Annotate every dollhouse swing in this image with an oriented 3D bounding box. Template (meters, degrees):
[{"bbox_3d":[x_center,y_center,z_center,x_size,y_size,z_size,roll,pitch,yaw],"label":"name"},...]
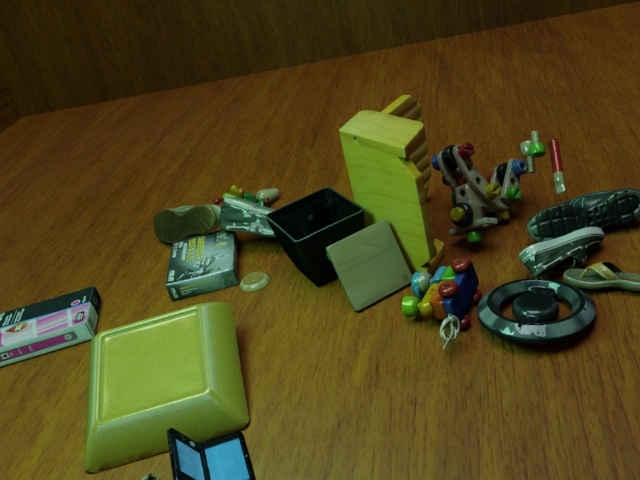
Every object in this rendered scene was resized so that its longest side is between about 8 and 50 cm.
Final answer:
[{"bbox_3d":[0.244,-0.158,1.671,0.305,0.346,0.315,-31,33,-26],"label":"dollhouse swing"}]

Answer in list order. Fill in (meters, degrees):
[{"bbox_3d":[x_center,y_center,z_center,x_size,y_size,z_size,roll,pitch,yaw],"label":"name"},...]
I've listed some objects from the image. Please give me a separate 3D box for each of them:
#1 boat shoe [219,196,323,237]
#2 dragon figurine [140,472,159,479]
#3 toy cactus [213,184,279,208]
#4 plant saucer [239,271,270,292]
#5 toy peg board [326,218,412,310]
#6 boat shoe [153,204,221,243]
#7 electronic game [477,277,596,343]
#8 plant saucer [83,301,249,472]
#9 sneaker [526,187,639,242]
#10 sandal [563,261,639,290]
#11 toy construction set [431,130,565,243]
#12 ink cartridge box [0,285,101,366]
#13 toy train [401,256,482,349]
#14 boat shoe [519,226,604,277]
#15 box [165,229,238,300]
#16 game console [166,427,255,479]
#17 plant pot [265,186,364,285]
[{"bbox_3d":[-0.119,-0.033,1.872,0.335,0.095,0.112,17,10,13],"label":"boat shoe"},{"bbox_3d":[-0.331,0.477,1.129,0.289,0.085,0.144,-12,30,2],"label":"dragon figurine"},{"bbox_3d":[-0.209,-0.127,2.091,0.181,0.112,0.219,-26,21,-36],"label":"toy cactus"},{"bbox_3d":[-0.170,0.102,1.755,0.084,0.015,0.083,-12,30,7],"label":"plant saucer"},{"bbox_3d":[0.105,0.057,1.597,0.161,0.160,0.079,-26,4,-18],"label":"toy peg board"},{"bbox_3d":[-0.380,-0.051,2.007,0.285,0.104,0.089,-4,5,40],"label":"boat shoe"},{"bbox_3d":[0.433,0.139,1.381,0.230,0.048,0.229,-8,24,3],"label":"electronic game"},{"bbox_3d":[-0.335,0.270,1.409,0.333,0.081,0.332,-16,43,-1],"label":"plant saucer"},{"bbox_3d":[0.613,-0.054,1.606,0.268,0.101,0.106,-14,8,5],"label":"sneaker"},{"bbox_3d":[0.596,0.069,1.412,0.180,0.049,0.072,3,21,28],"label":"sandal"},{"bbox_3d":[0.436,-0.109,1.671,0.309,0.257,0.237,-13,68,28],"label":"toy construction set"},{"bbox_3d":[-0.757,0.235,1.761,0.371,0.069,0.175,-19,30,-1],"label":"ink cartridge box"},{"bbox_3d":[0.232,0.140,1.432,0.144,0.105,0.248,-6,30,35],"label":"toy train"},{"bbox_3d":[0.539,0.031,1.502,0.220,0.077,0.070,-16,62,-19],"label":"boat shoe"},{"bbox_3d":[-0.315,0.059,1.853,0.183,0.056,0.231,-14,30,2],"label":"box"},{"bbox_3d":[-0.198,0.386,1.227,0.085,0.124,0.144,-43,30,5],"label":"game console"},{"bbox_3d":[0.000,0.000,1.697,0.188,0.166,0.187,-25,31,-18],"label":"plant pot"}]
